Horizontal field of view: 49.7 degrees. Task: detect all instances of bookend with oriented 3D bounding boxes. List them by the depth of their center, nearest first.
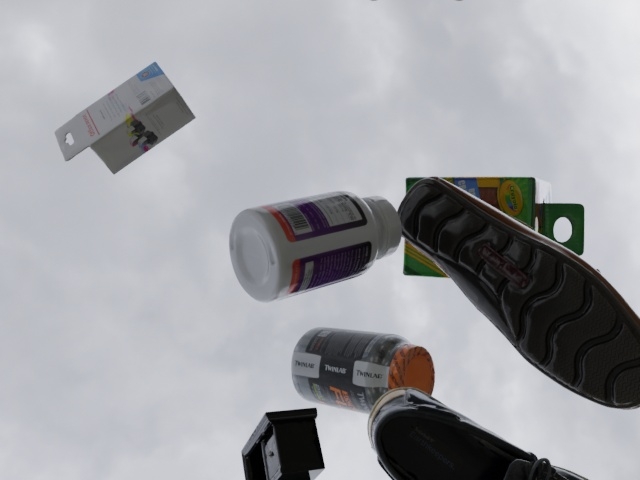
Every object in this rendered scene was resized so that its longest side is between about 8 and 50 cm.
[{"bbox_3d":[-0.045,0.326,0.912,0.072,0.156,0.157,0,-123,-21],"label":"bookend"}]

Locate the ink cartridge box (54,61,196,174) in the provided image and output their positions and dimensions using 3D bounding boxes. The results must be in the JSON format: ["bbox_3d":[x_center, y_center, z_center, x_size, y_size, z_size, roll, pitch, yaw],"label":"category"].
[{"bbox_3d":[-0.282,-0.167,0.993,0.181,0.104,0.061,-35,-46,-4],"label":"ink cartridge box"}]

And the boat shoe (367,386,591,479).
[{"bbox_3d":[0.285,0.397,1.047,0.500,0.156,0.187,31,-89,15],"label":"boat shoe"}]

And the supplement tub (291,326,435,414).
[{"bbox_3d":[0.099,0.310,1.636,0.193,0.316,0.194,2,-92,-47],"label":"supplement tub"}]

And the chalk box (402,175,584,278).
[{"bbox_3d":[0.311,-0.021,1.222,0.179,0.289,0.180,-2,-88,-62],"label":"chalk box"}]

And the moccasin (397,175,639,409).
[{"bbox_3d":[0.254,0.059,0.857,0.147,0.380,0.139,14,-72,-49],"label":"moccasin"}]

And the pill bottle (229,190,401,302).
[{"bbox_3d":[0.000,0.000,0.810,0.193,0.108,0.108,-13,-100,-37],"label":"pill bottle"}]
